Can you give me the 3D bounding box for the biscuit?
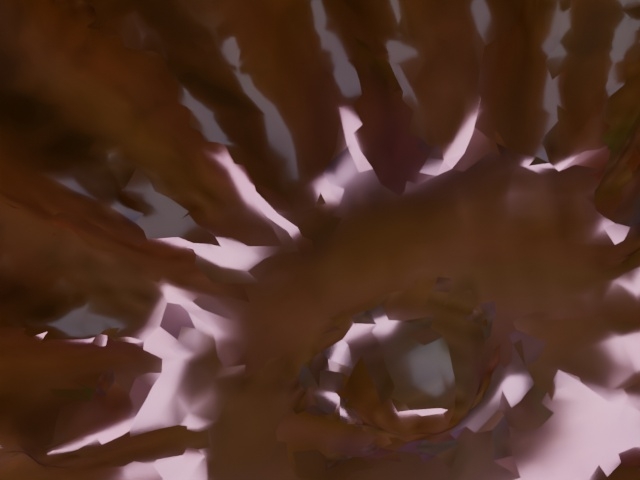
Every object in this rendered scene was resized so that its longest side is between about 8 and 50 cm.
[{"bbox_3d":[0.017,0.021,0.482,0.326,0.107,0.325,-3,119,-6],"label":"biscuit"}]
